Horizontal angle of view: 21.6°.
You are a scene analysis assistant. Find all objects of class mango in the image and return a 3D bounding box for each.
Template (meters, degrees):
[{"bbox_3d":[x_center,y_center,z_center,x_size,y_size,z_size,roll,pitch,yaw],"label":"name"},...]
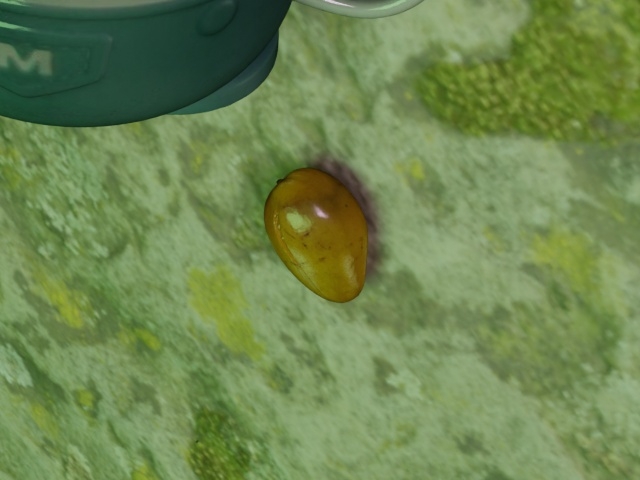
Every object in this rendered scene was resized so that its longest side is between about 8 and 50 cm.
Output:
[{"bbox_3d":[0.000,0.000,0.925,0.060,0.046,0.089,10,134,40],"label":"mango"}]

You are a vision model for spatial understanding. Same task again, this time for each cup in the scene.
[{"bbox_3d":[-0.069,-0.181,0.706,0.289,0.219,0.258,9,139,-2],"label":"cup"}]
